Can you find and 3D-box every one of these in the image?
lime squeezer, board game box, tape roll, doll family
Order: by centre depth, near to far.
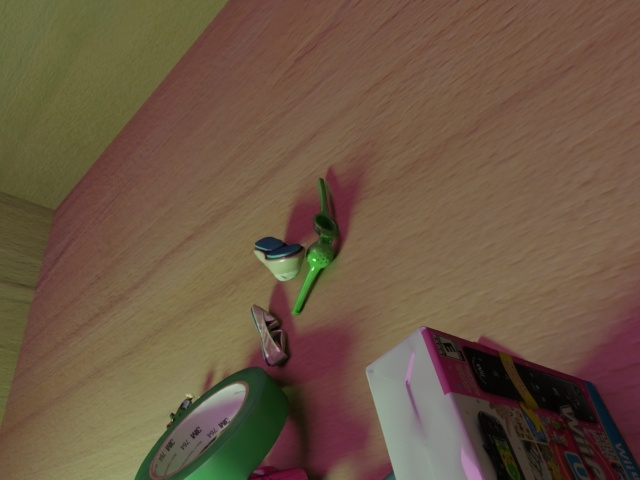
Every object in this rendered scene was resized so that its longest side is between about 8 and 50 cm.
[{"bbox_3d":[0.209,0.230,0.614,0.097,0.303,0.224,-44,41,29],"label":"board game box"},{"bbox_3d":[-0.205,0.379,1.151,0.321,0.077,0.321,-36,12,9],"label":"tape roll"},{"bbox_3d":[0.000,0.000,1.272,0.110,0.059,0.310,121,160,-73],"label":"lime squeezer"},{"bbox_3d":[-0.279,0.417,1.372,0.193,0.076,0.111,-12,42,56],"label":"doll family"}]

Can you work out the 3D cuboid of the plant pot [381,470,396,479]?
[{"bbox_3d":[0.124,0.400,0.663,0.235,0.293,0.293,-49,37,36],"label":"plant pot"}]

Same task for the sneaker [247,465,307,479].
[{"bbox_3d":[-0.086,0.461,1.058,0.252,0.103,0.111,143,120,-63],"label":"sneaker"}]

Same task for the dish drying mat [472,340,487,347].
[{"bbox_3d":[0.243,0.173,0.865,0.083,0.008,0.032,25,92,55],"label":"dish drying mat"}]

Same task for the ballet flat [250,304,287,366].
[{"bbox_3d":[-0.105,0.196,1.300,0.052,0.057,0.168,-28,47,5],"label":"ballet flat"}]

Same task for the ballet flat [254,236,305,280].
[{"bbox_3d":[-0.079,0.043,1.284,0.086,0.086,0.248,-67,18,1],"label":"ballet flat"}]
